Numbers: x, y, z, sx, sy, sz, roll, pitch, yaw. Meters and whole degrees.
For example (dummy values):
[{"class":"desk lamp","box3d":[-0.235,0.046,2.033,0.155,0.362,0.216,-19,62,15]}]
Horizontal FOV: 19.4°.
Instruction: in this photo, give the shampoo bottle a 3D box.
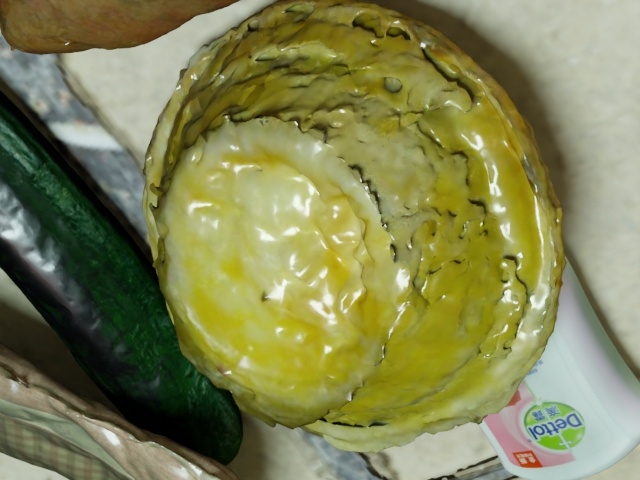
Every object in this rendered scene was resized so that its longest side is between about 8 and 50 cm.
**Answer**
[{"class":"shampoo bottle","box3d":[0.088,0.055,0.753,0.072,0.043,0.099,-20,115,33]}]

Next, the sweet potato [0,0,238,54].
[{"class":"sweet potato","box3d":[-0.032,-0.130,0.631,0.252,0.097,0.097,-34,108,34]}]

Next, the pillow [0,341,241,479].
[{"class":"pillow","box3d":[-0.120,0.083,0.821,0.211,0.034,0.135,27,154,11]}]

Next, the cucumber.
[{"class":"cucumber","box3d":[-0.119,-0.006,0.781,0.056,0.056,0.284,-24,116,32]}]

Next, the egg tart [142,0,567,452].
[{"class":"egg tart","box3d":[0.000,0.000,0.702,0.191,0.074,0.191,12,112,30]}]
